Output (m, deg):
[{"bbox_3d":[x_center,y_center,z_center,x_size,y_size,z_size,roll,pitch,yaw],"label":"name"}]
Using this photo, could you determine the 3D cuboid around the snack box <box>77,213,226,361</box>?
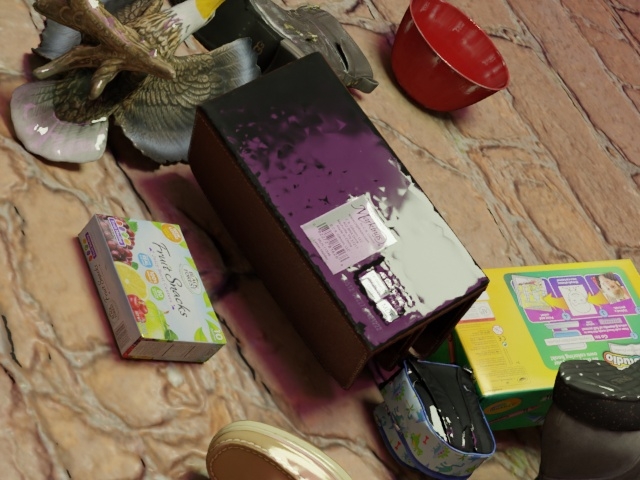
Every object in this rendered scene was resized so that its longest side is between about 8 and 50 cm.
[{"bbox_3d":[-0.156,0.044,1.260,0.100,0.037,0.141,9,46,-45],"label":"snack box"}]

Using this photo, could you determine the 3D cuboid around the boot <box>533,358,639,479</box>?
[{"bbox_3d":[0.331,0.241,1.425,0.338,0.223,0.118,7,16,-34],"label":"boot"}]

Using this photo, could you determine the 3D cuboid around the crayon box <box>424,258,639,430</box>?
[{"bbox_3d":[0.255,0.114,1.523,0.278,0.081,0.165,-3,52,-24],"label":"crayon box"}]

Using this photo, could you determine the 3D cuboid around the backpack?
[{"bbox_3d":[0.115,0.185,1.360,0.105,0.084,0.114,14,38,-37],"label":"backpack"}]

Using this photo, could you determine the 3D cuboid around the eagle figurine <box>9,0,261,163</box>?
[{"bbox_3d":[-0.184,-0.191,1.407,0.298,0.225,0.226,-49,138,-87],"label":"eagle figurine"}]

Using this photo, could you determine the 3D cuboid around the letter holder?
[{"bbox_3d":[0.000,0.000,1.412,0.152,0.214,0.302,-28,73,-24],"label":"letter holder"}]

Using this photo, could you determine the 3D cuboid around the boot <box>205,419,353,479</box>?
[{"bbox_3d":[-0.023,0.283,1.087,0.262,0.095,0.203,48,33,-2],"label":"boot"}]

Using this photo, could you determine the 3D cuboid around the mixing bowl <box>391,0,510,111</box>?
[{"bbox_3d":[0.166,-0.248,1.911,0.181,0.098,0.181,30,35,-24],"label":"mixing bowl"}]

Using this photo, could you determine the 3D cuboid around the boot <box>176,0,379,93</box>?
[{"bbox_3d":[-0.052,-0.269,1.717,0.263,0.091,0.229,50,26,2],"label":"boot"}]
